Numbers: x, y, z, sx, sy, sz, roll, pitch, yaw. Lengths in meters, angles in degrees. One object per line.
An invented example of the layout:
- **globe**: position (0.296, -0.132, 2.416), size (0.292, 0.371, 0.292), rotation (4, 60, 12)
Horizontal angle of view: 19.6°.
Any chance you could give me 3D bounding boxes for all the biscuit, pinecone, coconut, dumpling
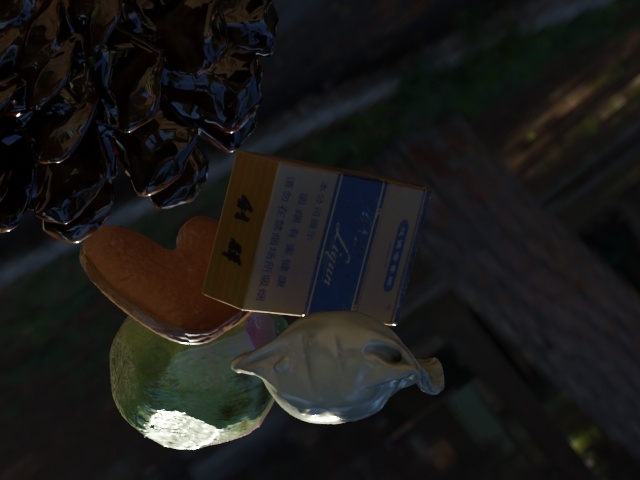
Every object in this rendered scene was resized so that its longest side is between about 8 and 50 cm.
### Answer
- **biscuit**: position (-0.152, 0.026, 2.033), size (0.192, 0.186, 0.036), rotation (-34, 156, -44)
- **pinecone**: position (-0.216, -0.181, 1.567), size (0.398, 0.397, 0.398), rotation (-37, 173, -5)
- **coconut**: position (-0.135, 0.147, 2.249), size (0.236, 0.236, 0.204), rotation (-36, -149, -11)
- **dumpling**: position (0.017, 0.108, 1.611), size (0.169, 0.099, 0.134), rotation (-19, 175, 11)

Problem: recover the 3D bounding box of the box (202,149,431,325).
- **box**: position (0.000, 0.000, 1.883), size (0.237, 0.070, 0.152), rotation (9, 97, -46)
